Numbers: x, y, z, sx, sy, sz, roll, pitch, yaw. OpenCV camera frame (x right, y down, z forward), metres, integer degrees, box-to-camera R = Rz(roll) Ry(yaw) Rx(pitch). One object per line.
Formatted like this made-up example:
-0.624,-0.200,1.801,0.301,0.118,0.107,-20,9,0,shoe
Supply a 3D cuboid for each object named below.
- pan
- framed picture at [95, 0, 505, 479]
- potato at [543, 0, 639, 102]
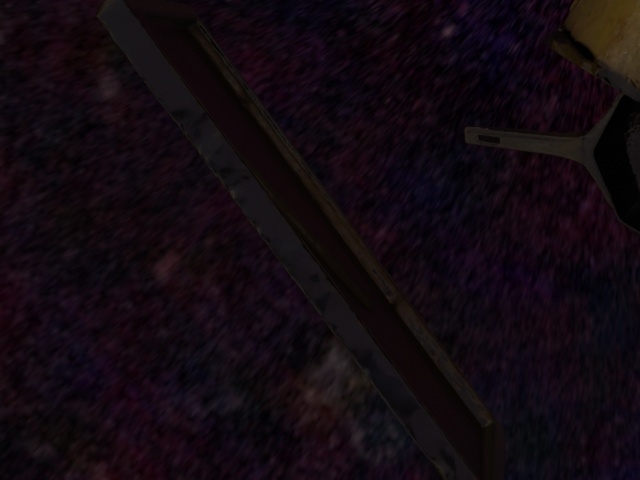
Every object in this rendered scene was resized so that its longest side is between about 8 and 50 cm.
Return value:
0.204,-0.070,1.196,0.202,0.048,0.128,30,131,7,pan
-0.001,0.001,0.867,0.018,0.192,0.265,-36,90,6,framed picture
0.139,-0.096,0.706,0.066,0.096,0.103,30,99,-15,potato
